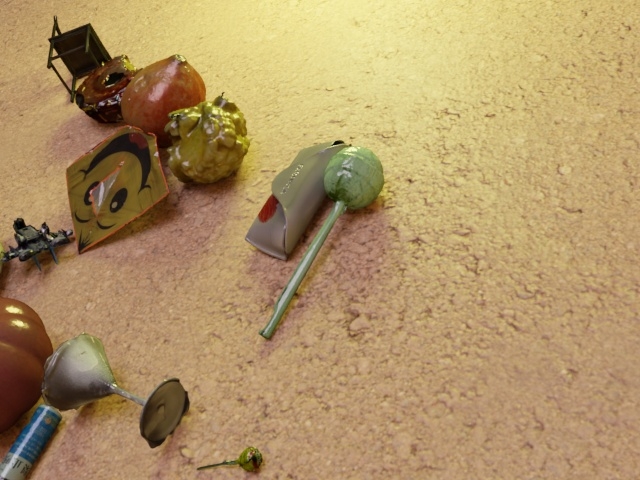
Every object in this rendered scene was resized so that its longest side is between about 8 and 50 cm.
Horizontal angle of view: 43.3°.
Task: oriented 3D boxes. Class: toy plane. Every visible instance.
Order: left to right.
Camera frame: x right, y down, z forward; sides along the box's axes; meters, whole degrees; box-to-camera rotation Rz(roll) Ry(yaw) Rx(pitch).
[{"bbox_3d":[-0.671,-0.009,1.859,0.169,0.078,0.246,-26,37,-27],"label":"toy plane"}]

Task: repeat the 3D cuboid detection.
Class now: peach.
[{"bbox_3d":[-0.375,-0.345,1.948,0.233,0.232,0.232,-13,45,13],"label":"peach"}]

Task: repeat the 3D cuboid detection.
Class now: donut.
[{"bbox_3d":[-0.544,-0.397,2.166,0.230,0.096,0.216,20,61,37],"label":"donut"}]

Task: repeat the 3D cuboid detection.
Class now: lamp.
[{"bbox_3d":[-0.661,0.226,1.508,0.306,0.239,0.305,-12,44,12],"label":"lamp"}]

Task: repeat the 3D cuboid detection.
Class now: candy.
[{"bbox_3d":[-0.150,0.360,1.306,0.123,0.035,0.035,-15,40,22],"label":"candy"},{"bbox_3d":[0.000,0.000,1.549,0.119,0.119,0.439,12,62,33],"label":"candy"}]

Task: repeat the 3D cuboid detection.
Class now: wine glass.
[{"bbox_3d":[-0.354,0.264,1.413,0.232,0.156,0.156,15,56,29],"label":"wine glass"}]

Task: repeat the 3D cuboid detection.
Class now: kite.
[{"bbox_3d":[-0.481,-0.116,1.847,0.378,0.013,0.327,17,77,36],"label":"kite"}]

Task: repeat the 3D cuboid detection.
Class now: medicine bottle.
[{"bbox_3d":[-0.531,0.384,1.436,0.051,0.051,0.191,5,50,28],"label":"medicine bottle"}]

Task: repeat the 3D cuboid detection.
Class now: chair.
[{"bbox_3d":[-0.697,-0.543,2.341,0.142,0.154,0.260,-19,46,6],"label":"chair"}]

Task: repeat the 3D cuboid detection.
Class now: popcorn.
[{"bbox_3d":[-0.259,-0.226,1.816,0.189,0.169,0.218,-12,38,11],"label":"popcorn"}]

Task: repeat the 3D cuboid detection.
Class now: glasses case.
[{"bbox_3d":[-0.047,-0.104,1.666,0.128,0.083,0.308,10,53,31],"label":"glasses case"}]

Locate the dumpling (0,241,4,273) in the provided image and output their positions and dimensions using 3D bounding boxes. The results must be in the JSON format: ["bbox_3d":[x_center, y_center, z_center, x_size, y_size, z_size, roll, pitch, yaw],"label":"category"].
[{"bbox_3d":[-0.805,0.041,1.833,0.162,0.132,0.250,-27,43,-8],"label":"dumpling"}]
